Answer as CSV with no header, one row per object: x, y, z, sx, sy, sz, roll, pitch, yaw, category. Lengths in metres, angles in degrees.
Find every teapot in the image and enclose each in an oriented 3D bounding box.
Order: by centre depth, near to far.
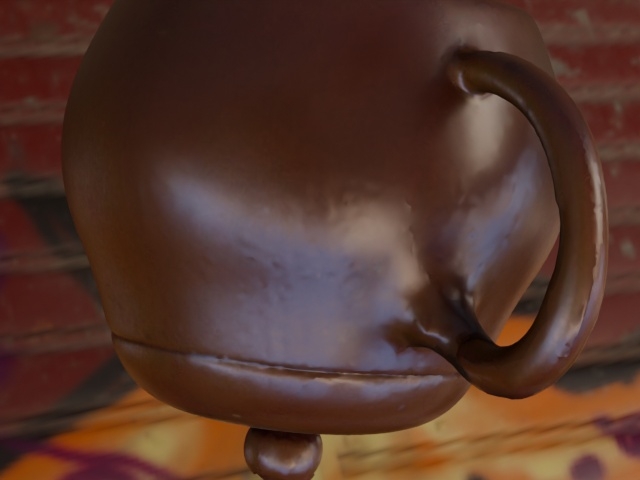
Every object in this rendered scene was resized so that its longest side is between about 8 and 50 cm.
0.000,0.000,0.370,0.116,0.116,0.173,-1,-175,-34,teapot
